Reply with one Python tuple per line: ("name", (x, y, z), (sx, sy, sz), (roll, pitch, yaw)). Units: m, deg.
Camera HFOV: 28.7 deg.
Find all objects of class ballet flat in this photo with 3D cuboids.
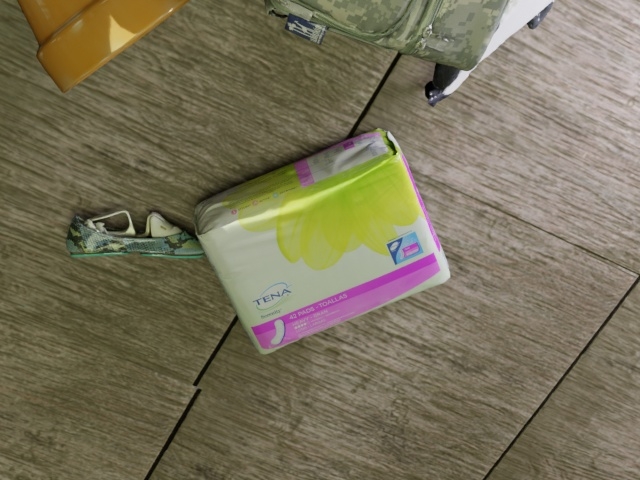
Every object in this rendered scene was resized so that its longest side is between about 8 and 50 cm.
("ballet flat", (-0.246, -0.009, 1.680), (0.188, 0.070, 0.070), (0, 118, -11))

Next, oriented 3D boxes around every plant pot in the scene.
("plant pot", (-0.274, -0.307, 1.449), (0.205, 0.205, 0.188), (-34, 102, 11))

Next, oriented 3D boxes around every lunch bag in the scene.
("lunch bag", (0.094, -0.367, 1.430), (0.256, 0.212, 0.305), (14, 117, -23))

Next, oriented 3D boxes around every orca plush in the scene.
("orca plush", (0.214, -0.305, 1.586), (0.151, 0.102, 0.287), (-12, 146, -54))

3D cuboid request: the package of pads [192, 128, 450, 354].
("package of pads", (0.000, 0.000, 1.690), (0.296, 0.101, 0.229), (-23, 120, 3))
